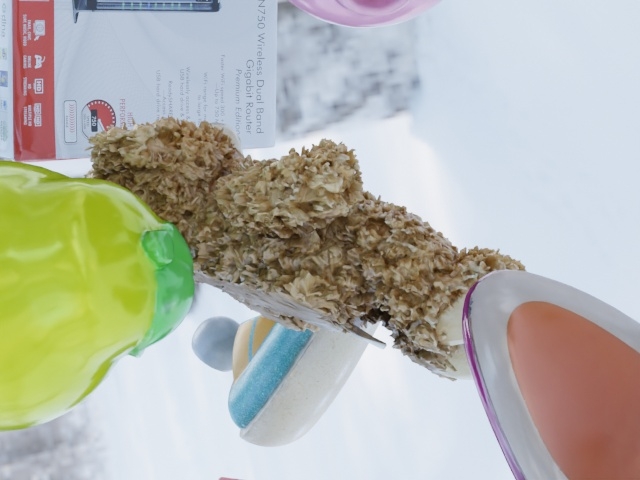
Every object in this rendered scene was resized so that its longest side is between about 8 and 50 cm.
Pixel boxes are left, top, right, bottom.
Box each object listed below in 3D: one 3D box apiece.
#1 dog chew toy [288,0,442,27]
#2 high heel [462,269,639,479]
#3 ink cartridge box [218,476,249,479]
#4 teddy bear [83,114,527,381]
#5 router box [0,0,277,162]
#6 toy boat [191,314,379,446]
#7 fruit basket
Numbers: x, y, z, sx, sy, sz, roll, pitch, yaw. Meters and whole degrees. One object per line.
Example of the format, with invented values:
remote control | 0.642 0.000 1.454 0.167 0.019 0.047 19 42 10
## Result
dog chew toy | 0.017 -0.251 0.948 0.206 0.207 0.332 90 177 -48
high heel | 0.198 0.184 1.007 0.377 0.127 0.181 55 167 5
ink cartridge box | -0.026 0.267 1.380 0.115 0.198 0.067 -50 -50 -42
teddy bear | 0.000 0.000 1.133 0.245 0.338 0.113 41 -111 -54
router box | -0.184 -0.252 1.600 0.082 0.301 0.335 12 105 51
toy boat | -0.048 0.112 1.837 0.267 0.148 0.318 -60 7 -23
fruit basket | -0.267 0.041 1.088 0.283 0.392 0.392 -133 34 -77
